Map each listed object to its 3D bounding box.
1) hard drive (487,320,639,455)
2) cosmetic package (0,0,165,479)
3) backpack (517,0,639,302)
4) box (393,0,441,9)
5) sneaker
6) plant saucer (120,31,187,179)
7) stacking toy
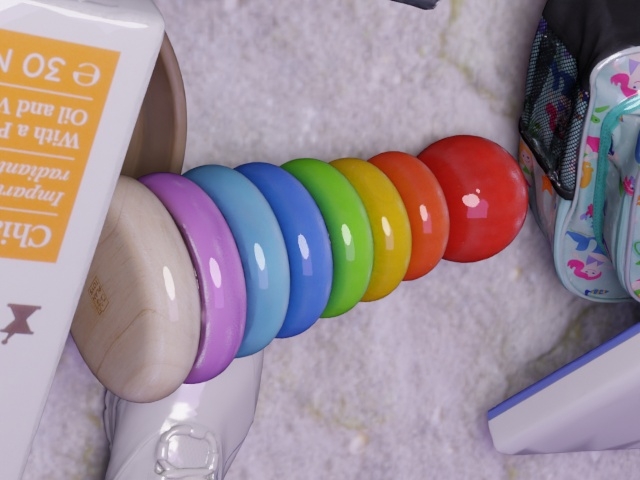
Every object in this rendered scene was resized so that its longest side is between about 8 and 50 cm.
[{"bbox_3d":[0.292,0.079,1.092,0.210,0.318,0.040,2,64,-31],"label":"hard drive"},{"bbox_3d":[-0.270,0.032,0.857,0.230,0.161,0.453,7,118,-27],"label":"cosmetic package"},{"bbox_3d":[0.253,-0.061,1.059,0.225,0.191,0.253,-8,144,-12],"label":"backpack"},{"bbox_3d":[-0.135,-0.408,0.733,0.471,0.297,0.480,9,106,-22],"label":"box"},{"bbox_3d":[-0.107,0.184,1.061,0.111,0.129,0.297,18,101,-24],"label":"sneaker"},{"bbox_3d":[-0.221,-0.068,0.969,0.277,0.041,0.278,-8,112,-19],"label":"plant saucer"},{"bbox_3d":[0.000,0.000,1.018,0.330,0.141,0.141,-14,115,-34],"label":"stacking toy"}]
